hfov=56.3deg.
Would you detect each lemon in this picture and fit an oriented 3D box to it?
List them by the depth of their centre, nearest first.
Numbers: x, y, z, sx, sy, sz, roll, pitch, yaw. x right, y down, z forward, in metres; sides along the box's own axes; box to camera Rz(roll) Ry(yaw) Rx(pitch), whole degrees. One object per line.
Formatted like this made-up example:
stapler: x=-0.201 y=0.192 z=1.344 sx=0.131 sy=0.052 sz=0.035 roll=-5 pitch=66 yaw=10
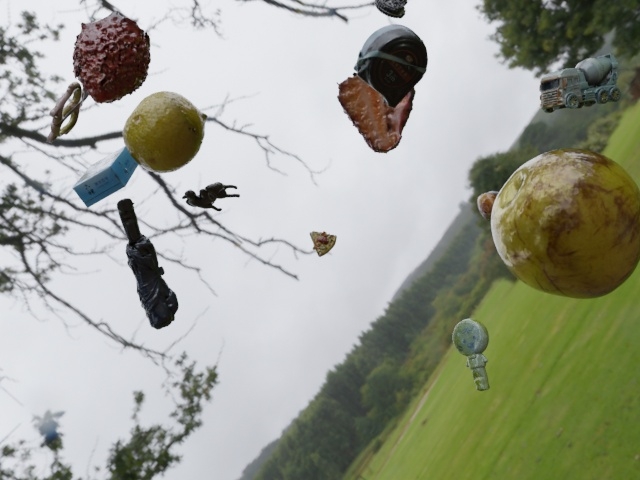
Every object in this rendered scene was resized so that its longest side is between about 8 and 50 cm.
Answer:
lemon: x=-0.468 y=-0.315 z=1.785 sx=0.253 sy=0.228 sz=0.228 roll=-47 pitch=-9 yaw=10

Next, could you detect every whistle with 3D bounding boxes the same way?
whistle: x=0.429 y=0.314 z=1.650 sx=0.057 sy=0.198 sz=0.104 roll=7 pitch=-26 yaw=-44

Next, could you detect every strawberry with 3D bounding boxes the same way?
strawberry: x=-0.475 y=-0.398 z=1.362 sx=0.184 sy=0.186 sz=0.202 roll=68 pitch=-162 yaw=-58
strawberry: x=0.203 y=-0.437 z=1.977 sx=0.253 sy=0.280 sz=0.150 roll=-34 pitch=-4 yaw=-8

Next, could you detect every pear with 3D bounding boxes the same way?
pear: x=0.455 y=-0.029 z=1.103 sx=0.281 sy=0.280 sz=0.281 roll=-52 pitch=-11 yaw=-15

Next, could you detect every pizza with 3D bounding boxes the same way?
pizza: x=0.000 y=0.000 z=1.638 sx=0.083 sy=0.078 sz=0.025 roll=-52 pitch=-7 yaw=-26

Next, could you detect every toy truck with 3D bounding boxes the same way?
toy truck: x=0.747 y=-0.451 z=1.709 sx=0.256 sy=0.140 sz=0.108 roll=-12 pitch=9 yaw=-21

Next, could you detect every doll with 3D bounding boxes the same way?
doll: x=-0.366 y=-0.144 z=1.946 sx=0.139 sy=0.057 sz=0.165 roll=-32 pitch=-26 yaw=31

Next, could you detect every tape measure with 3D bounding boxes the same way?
tape measure: x=0.190 y=-0.467 z=1.564 sx=0.181 sy=0.107 sz=0.182 roll=-40 pitch=-46 yaw=16

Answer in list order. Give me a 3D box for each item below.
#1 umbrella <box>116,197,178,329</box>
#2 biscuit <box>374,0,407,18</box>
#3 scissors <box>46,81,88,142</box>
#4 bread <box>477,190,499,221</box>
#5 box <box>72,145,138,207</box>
umbrella: x=-0.314 y=0.041 z=1.084 sx=0.071 sy=0.070 sz=0.248 roll=-34 pitch=-67 yaw=-62
biscuit: x=0.159 y=-0.509 z=1.279 sx=0.089 sy=0.087 sz=0.027 roll=-20 pitch=-29 yaw=-24
scissors: x=-0.639 y=-0.380 z=1.591 sx=0.318 sy=0.024 sz=0.160 roll=-74 pitch=10 yaw=-48
bread: x=0.582 y=-0.089 z=1.931 sx=0.095 sy=0.139 sz=0.269 roll=-59 pitch=-26 yaw=0
box: x=-0.680 y=-0.207 z=1.905 sx=0.142 sy=0.083 sz=0.232 roll=-28 pitch=26 yaw=8
